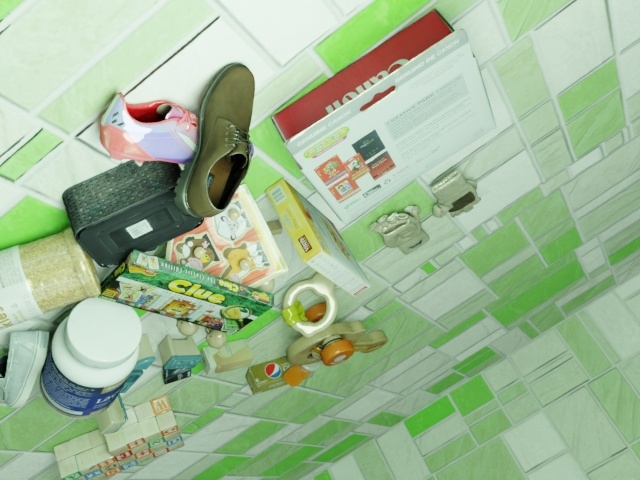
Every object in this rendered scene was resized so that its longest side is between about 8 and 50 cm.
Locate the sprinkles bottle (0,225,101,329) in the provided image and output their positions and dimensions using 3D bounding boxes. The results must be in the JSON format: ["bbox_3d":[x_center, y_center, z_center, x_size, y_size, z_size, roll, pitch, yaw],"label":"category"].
[{"bbox_3d":[-0.523,0.090,1.039,0.356,0.121,0.121,-21,150,-14],"label":"sprinkles bottle"}]

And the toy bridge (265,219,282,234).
[{"bbox_3d":[-0.124,0.031,1.383,0.063,0.026,0.188,-10,146,-24],"label":"toy bridge"}]

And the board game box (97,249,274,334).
[{"bbox_3d":[-0.221,0.093,1.150,0.260,0.030,0.136,21,138,-32],"label":"board game box"}]

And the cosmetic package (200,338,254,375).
[{"bbox_3d":[-0.225,0.279,1.652,0.115,0.060,0.041,-10,145,-33],"label":"cosmetic package"}]

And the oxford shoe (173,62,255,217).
[{"bbox_3d":[-0.122,-0.138,0.952,0.096,0.227,0.083,6,171,46],"label":"oxford shoe"}]

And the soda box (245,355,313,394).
[{"bbox_3d":[-0.107,0.358,1.874,0.181,0.061,0.058,-12,146,-27],"label":"soda box"}]

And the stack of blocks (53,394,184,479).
[{"bbox_3d":[-0.510,0.516,1.752,0.297,0.087,0.171,-20,149,-15],"label":"stack of blocks"}]

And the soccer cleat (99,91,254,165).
[{"bbox_3d":[-0.192,-0.153,0.988,0.248,0.083,0.095,0,130,-39],"label":"soccer cleat"}]

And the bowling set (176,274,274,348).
[{"bbox_3d":[-0.231,0.111,1.286,0.200,0.154,0.287,-6,143,-34],"label":"bowling set"}]

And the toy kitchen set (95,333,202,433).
[{"bbox_3d":[-0.378,0.313,1.512,0.166,0.122,0.207,9,134,-47],"label":"toy kitchen set"}]

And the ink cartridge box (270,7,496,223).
[{"bbox_3d":[0.097,-0.205,1.094,0.310,0.130,0.272,-32,149,6],"label":"ink cartridge box"}]

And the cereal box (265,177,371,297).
[{"bbox_3d":[0.000,0.000,1.291,0.047,0.173,0.240,-36,151,10],"label":"cereal box"}]

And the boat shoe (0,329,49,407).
[{"bbox_3d":[-0.573,0.237,1.288,0.081,0.079,0.227,15,132,-28],"label":"boat shoe"}]

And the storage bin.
[{"bbox_3d":[-0.286,-0.048,1.062,0.180,0.084,0.122,-26,151,-6],"label":"storage bin"}]

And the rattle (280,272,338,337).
[{"bbox_3d":[0.001,0.128,1.603,0.199,0.130,0.143,-54,163,-7],"label":"rattle"}]

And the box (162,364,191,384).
[{"bbox_3d":[-0.341,0.308,1.640,0.067,0.018,0.083,-14,147,-23],"label":"box"}]

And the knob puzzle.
[{"bbox_3d":[-0.177,0.019,1.178,0.213,0.213,0.030,-29,-168,1],"label":"knob puzzle"}]

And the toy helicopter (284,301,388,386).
[{"bbox_3d":[0.047,0.284,1.820,0.355,0.140,0.235,7,138,-49],"label":"toy helicopter"}]

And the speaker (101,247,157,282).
[{"bbox_3d":[-0.331,0.040,1.193,0.055,0.055,0.136,2,139,-42],"label":"speaker"}]

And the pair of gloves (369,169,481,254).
[{"bbox_3d":[0.240,-0.064,1.529,0.240,0.042,0.204,-37,153,18],"label":"pair of gloves"}]

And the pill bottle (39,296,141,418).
[{"bbox_3d":[-0.419,0.214,1.259,0.153,0.153,0.264,-7,153,-33],"label":"pill bottle"}]
